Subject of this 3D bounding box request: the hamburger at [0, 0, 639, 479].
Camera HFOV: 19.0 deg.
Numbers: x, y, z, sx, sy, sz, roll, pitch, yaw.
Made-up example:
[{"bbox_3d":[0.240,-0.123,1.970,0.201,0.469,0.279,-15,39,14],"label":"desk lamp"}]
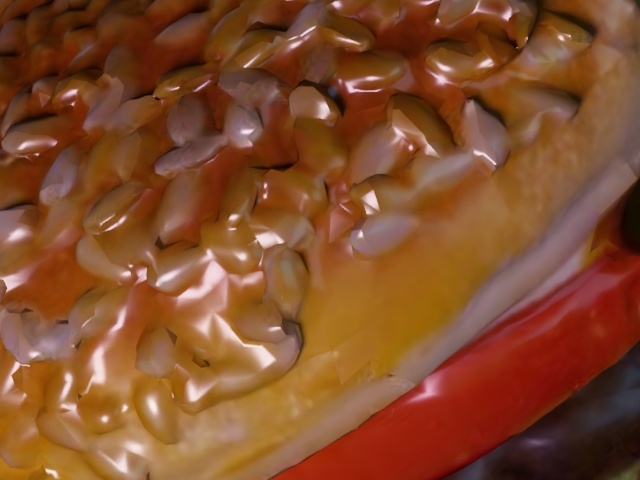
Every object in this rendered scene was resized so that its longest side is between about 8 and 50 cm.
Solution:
[{"bbox_3d":[0.000,0.000,0.584,0.330,0.330,0.250,-44,119,-33],"label":"hamburger"}]
